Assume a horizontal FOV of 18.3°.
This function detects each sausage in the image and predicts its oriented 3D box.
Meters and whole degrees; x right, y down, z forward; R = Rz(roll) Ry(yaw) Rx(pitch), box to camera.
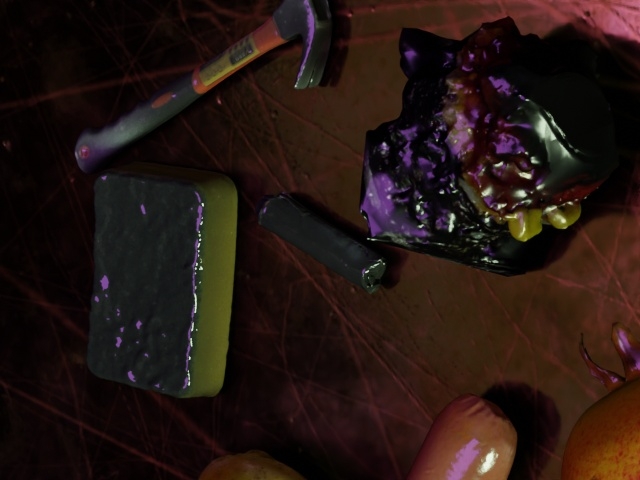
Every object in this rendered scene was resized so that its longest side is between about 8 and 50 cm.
[{"bbox_3d":[0.098,0.211,1.590,0.077,0.077,0.194,32,112,26],"label":"sausage"}]

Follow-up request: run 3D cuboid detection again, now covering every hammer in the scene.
[{"bbox_3d":[-0.106,-0.135,1.703,0.287,0.033,0.111,-29,79,32],"label":"hammer"}]

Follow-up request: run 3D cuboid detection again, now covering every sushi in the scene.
[{"bbox_3d":[0.139,-0.080,1.485,0.150,0.153,0.172,-12,68,53],"label":"sushi"}]

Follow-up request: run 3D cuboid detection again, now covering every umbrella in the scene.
[{"bbox_3d":[0.001,-0.001,1.653,0.133,0.031,0.036,31,85,26],"label":"umbrella"}]

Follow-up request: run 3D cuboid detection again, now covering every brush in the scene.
[{"bbox_3d":[-0.140,0.035,1.728,0.123,0.059,0.197,9,100,33],"label":"brush"}]

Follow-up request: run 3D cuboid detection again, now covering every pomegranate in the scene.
[{"bbox_3d":[0.266,0.165,1.402,0.221,0.221,0.257,-37,69,30],"label":"pomegranate"}]

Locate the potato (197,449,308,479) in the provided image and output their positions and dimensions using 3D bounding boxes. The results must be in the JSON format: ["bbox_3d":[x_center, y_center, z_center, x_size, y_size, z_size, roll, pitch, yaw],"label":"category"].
[{"bbox_3d":[-0.019,0.351,1.639,0.176,0.195,0.369,-13,80,-7],"label":"potato"}]
